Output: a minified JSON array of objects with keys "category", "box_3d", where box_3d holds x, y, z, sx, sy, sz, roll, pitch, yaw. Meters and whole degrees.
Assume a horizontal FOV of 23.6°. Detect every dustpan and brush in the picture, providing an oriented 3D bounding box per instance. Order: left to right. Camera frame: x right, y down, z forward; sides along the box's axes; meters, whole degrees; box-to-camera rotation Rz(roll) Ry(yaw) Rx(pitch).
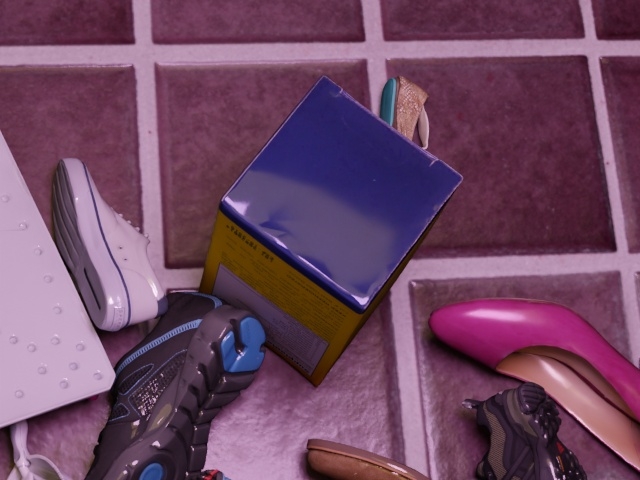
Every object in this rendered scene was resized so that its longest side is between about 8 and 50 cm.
[{"category":"dustpan and brush","box_3d":[-0.335,0.282,1.768,0.060,0.147,0.211,31,34,-33]}]

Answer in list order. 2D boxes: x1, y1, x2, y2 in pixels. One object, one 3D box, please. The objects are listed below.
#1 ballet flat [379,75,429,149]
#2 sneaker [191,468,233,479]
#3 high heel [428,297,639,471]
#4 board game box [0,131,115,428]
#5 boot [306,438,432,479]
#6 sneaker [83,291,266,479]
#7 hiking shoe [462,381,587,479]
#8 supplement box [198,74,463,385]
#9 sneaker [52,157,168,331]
[{"category":"ballet flat","box_3d":[0.106,-0.114,1.982,0.067,0.073,0.206,16,73,-18]},{"category":"sneaker","box_3d":[-0.149,0.399,1.746,0.125,0.104,0.262,36,84,-20]},{"category":"high heel","box_3d":[0.307,0.188,1.870,0.377,0.127,0.181,13,59,-8]},{"category":"board game box","box_3d":[-0.489,0.068,1.771,0.390,0.050,0.390,-17,68,-30]},{"category":"boot","box_3d":[0.106,0.334,1.814,0.305,0.112,0.115,29,80,0]},{"category":"sneaker","box_3d":[-0.199,0.216,1.812,0.139,0.125,0.341,25,76,40]},{"category":"hiking shoe","box_3d":[0.253,0.284,1.867,0.086,0.114,0.227,-25,98,-54]},{"category":"supplement box","box_3d":[0.000,0.000,1.770,0.194,0.356,0.195,37,70,4]},{"category":"sneaker","box_3d":[-0.258,0.005,1.861,0.091,0.094,0.258,-2,52,-31]}]
